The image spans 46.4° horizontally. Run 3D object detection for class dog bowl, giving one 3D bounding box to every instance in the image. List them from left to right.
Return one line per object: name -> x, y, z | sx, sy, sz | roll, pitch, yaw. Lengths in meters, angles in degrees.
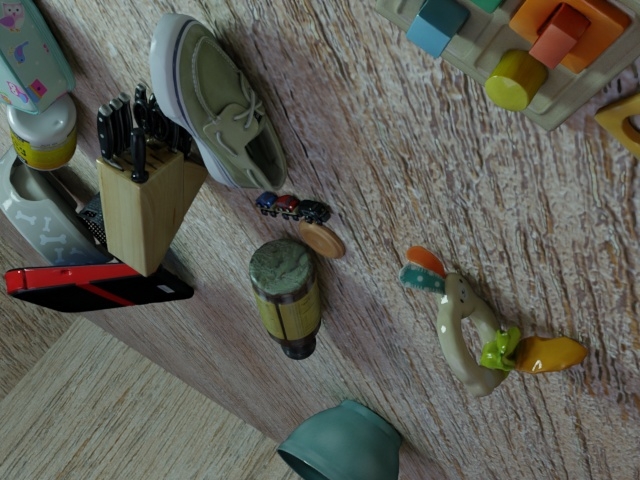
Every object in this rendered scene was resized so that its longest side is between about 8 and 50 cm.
dog bowl -> -0.632, -0.060, 1.736 | 0.349, 0.102, 0.349 | 50, 174, 7

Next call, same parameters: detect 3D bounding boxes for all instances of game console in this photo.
game console -> -0.494, 0.103, 1.718 | 0.342, 0.060, 0.386 | -8, 168, 1

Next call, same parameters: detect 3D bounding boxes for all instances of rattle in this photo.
rattle -> 0.200, 0.080, 0.902 | 0.143, 0.130, 0.200 | -24, 89, 54

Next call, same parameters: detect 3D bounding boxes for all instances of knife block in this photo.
knife block -> -0.277, -0.085, 1.105 | 0.088, 0.276, 0.242 | 32, -173, 17

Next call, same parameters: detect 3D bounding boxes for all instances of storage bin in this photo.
storage bin -> -0.453, -0.019, 1.706 | 0.122, 0.084, 0.180 | 15, 148, 46

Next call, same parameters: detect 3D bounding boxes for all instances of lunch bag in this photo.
lunch bag -> -0.528, -0.318, 1.193 | 0.279, 0.108, 0.224 | 23, 151, 34

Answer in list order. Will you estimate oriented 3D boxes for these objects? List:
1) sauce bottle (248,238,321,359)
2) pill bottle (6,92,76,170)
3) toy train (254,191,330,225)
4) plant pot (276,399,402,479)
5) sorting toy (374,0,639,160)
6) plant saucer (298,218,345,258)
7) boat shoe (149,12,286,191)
sauce bottle -> -0.054, 0.121, 1.318 | 0.111, 0.111, 0.344 | 31, 157, 18
pill bottle -> -0.517, -0.203, 1.396 | 0.117, 0.117, 0.215 | 40, 158, -5
toy train -> -0.046, -0.048, 1.085 | 0.158, 0.027, 0.036 | 12, 142, 48
plant pot -> 0.070, 0.503, 1.761 | 0.293, 0.196, 0.293 | 32, 157, 16
sorting toy -> 0.128, -0.155, 0.537 | 0.347, 0.047, 0.196 | 35, 165, 1
plant saucer -> 0.000, 0.000, 1.127 | 0.083, 0.013, 0.083 | 33, 158, 16
boat shoe -> -0.110, -0.157, 0.901 | 0.094, 0.109, 0.302 | 13, 160, 18
